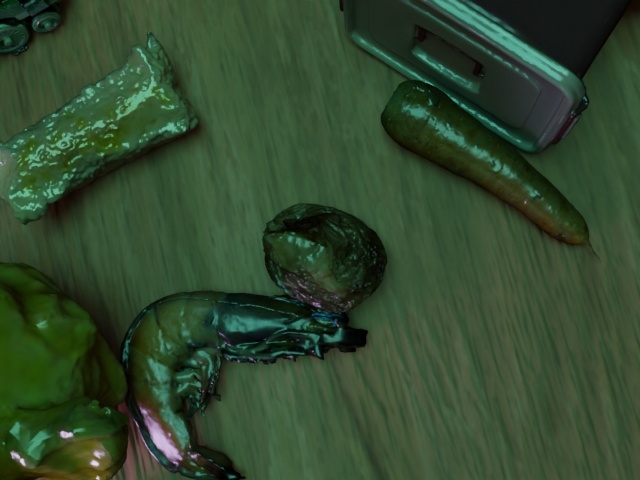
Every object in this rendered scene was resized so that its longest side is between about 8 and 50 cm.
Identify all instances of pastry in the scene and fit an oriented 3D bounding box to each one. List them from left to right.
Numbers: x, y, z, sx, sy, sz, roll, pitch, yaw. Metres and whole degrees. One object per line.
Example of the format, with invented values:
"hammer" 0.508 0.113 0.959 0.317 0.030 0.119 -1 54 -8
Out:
"pastry" -0.268 -0.120 0.900 0.258 0.089 0.121 -34 83 3

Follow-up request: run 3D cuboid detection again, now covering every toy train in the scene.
"toy train" -0.403 -0.277 0.931 0.178 0.104 0.071 -27 76 3

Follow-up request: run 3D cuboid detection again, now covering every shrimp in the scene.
"shrimp" -0.086 0.162 0.858 0.290 0.054 0.222 -6 82 7

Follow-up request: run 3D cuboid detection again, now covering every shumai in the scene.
"shumai" 0.007 0.009 0.832 0.139 0.105 0.123 44 70 1

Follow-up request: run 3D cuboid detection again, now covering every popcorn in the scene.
"popcorn" -0.350 0.151 0.785 0.335 0.274 0.279 -35 60 27

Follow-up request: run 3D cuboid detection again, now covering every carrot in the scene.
"carrot" 0.198 -0.075 0.850 0.298 0.078 0.078 37 89 4

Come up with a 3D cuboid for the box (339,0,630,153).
"box" 0.177 -0.250 0.811 0.294 0.193 0.167 35 83 10
